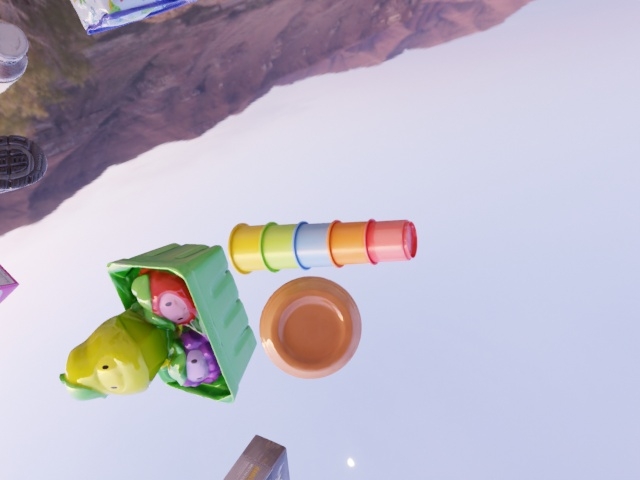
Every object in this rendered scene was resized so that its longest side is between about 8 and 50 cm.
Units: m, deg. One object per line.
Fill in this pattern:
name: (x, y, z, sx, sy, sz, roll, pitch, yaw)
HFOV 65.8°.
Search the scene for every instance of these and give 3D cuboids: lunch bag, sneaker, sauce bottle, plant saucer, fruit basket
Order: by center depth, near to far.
lunch bag: (-0.232, -0.337, 0.594, 0.096, 0.129, 0.151, 4, -148, 44)
sneaker: (-0.601, -0.099, 0.795, 0.286, 0.109, 0.130, -8, 180, -30)
plant saucer: (-0.017, 0.168, 0.944, 0.199, 0.200, 0.037, -22, -177, -4)
fruit basket: (-0.354, 0.217, 1.085, 0.282, 0.393, 0.392, 2, -151, 31)
sauce bottle: (-0.711, -0.399, 1.092, 0.111, 0.112, 0.344, -34, -154, -33)

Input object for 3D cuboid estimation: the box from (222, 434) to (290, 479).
box: (-0.108, 0.426, 0.700, 0.056, 0.231, 0.183, 14, -145, 24)

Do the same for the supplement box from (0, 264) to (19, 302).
supplement box: (-0.720, 0.096, 0.956, 0.111, 0.114, 0.220, -43, 179, 1)

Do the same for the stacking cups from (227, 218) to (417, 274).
stacking cups: (0.000, 0.000, 0.822, 0.315, 0.096, 0.096, -6, -156, 26)
